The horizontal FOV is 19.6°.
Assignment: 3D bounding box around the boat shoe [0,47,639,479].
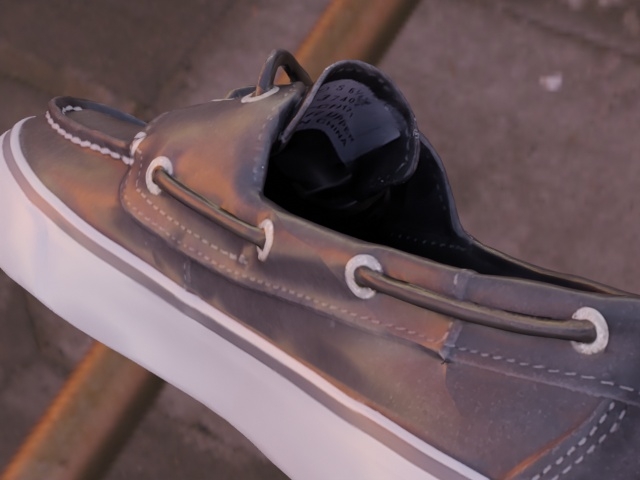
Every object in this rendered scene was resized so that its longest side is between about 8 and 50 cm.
[{"bbox_3d":[0.000,0.000,0.387,0.228,0.080,0.076,34,107,52],"label":"boat shoe"}]
